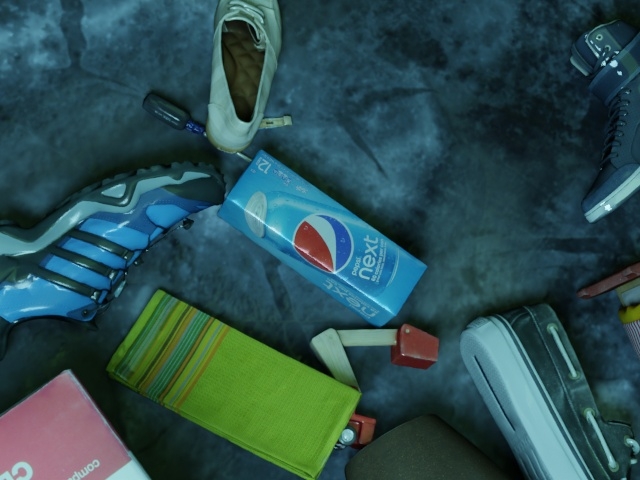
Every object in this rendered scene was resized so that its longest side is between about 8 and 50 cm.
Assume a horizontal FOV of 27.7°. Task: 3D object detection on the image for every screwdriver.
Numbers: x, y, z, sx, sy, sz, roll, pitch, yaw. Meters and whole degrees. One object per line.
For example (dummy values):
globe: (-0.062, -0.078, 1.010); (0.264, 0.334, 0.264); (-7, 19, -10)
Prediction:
screwdriver: (-0.110, -0.109, 1.366); (0.170, 0.024, 0.025); (26, 100, -7)

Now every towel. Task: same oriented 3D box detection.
towel: (-0.086, 0.139, 1.266); (0.237, 0.021, 0.102); (25, 74, 14)

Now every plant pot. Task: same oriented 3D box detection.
plant pot: (0.124, 0.291, 1.235); (0.215, 0.215, 0.230); (-26, 69, -18)

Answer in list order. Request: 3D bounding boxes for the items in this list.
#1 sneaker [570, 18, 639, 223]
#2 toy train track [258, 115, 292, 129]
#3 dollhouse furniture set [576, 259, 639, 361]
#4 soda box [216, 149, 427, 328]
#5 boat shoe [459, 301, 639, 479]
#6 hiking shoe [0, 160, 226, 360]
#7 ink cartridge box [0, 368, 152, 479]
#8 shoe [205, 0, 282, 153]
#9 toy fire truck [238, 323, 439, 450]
sneaker: (0.319, -0.140, 1.438); (0.163, 0.086, 0.226); (41, 73, 2)
toy train track: (-0.071, -0.125, 1.382); (0.083, 0.014, 0.048); (-6, 77, -15)
dollhouse furniture set: (0.430, 0.068, 1.260); (0.152, 0.374, 0.201); (-20, 79, -21)
soda box: (0.000, 0.000, 1.335); (0.210, 0.071, 0.067); (35, 71, -2)
boat shoe: (0.266, 0.212, 1.314); (0.119, 0.121, 0.335); (-23, 80, -13)
hiking shoe: (-0.224, 0.020, 1.271); (0.304, 0.113, 0.132); (-23, 90, -8)
ink cartridge box: (-0.168, 0.322, 1.103); (0.160, 0.279, 0.385); (-36, 86, -18)
shoe: (-0.077, -0.198, 1.368); (0.076, 0.058, 0.219); (10, 66, -12)
toy fire truck: (0.016, 0.140, 1.315); (0.192, 0.047, 0.135); (14, 72, -7)
